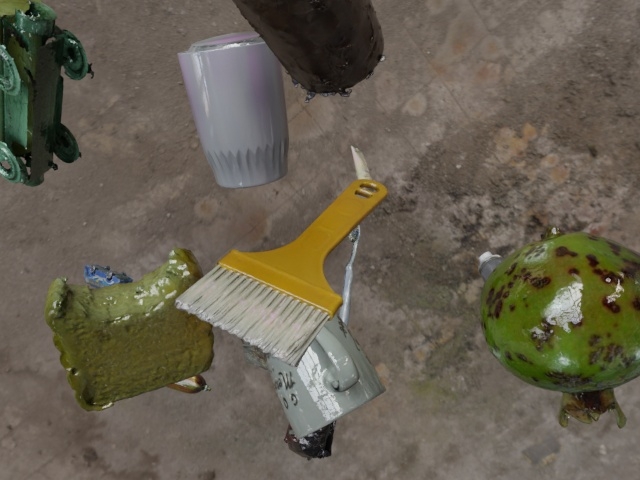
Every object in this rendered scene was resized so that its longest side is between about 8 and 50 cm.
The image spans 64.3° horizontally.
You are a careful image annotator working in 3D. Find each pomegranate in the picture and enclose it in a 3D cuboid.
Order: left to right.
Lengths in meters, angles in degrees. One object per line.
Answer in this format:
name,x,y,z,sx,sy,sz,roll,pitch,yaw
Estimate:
pomegranate,0.304,0.110,0.606,0.210,0.211,0.263,-16,93,2

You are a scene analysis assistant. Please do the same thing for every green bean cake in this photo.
green bean cake,-0.304,0.132,0.836,0.236,0.124,0.233,-13,121,-21

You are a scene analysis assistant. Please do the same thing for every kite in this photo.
kite,-0.212,0.345,1.620,0.141,0.245,0.015,31,92,-35

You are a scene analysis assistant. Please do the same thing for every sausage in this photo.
sausage,-0.498,0.405,1.572,0.371,0.082,0.082,13,112,16

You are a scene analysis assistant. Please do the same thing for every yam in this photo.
yam,-0.025,-0.241,0.465,0.131,0.279,0.131,-5,76,19

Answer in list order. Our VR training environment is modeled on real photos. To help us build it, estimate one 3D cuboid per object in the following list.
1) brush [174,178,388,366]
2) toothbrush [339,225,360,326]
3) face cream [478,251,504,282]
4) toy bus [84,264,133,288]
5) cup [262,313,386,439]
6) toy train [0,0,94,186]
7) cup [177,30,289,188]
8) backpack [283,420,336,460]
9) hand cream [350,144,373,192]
brush,0.000,0.000,0.445,0.103,0.272,0.013,23,126,17
toothbrush,0.090,0.132,1.657,0.035,0.414,0.042,-13,150,42
face cream,0.453,0.132,1.199,0.073,0.284,0.073,-9,132,-10
toy bus,-0.559,0.102,1.337,0.153,0.051,0.061,13,94,31
cup,-0.004,0.210,0.929,0.186,0.258,0.234,-23,75,-21
toy train,-0.446,-0.216,0.731,0.189,0.126,0.307,35,132,2
cup,-0.210,-0.340,1.327,0.253,0.253,0.372,-8,113,-1
backpack,-0.022,0.425,1.203,0.105,0.165,0.120,20,149,-15
hand cream,0.111,-0.183,1.320,0.039,0.143,0.061,-31,144,32
